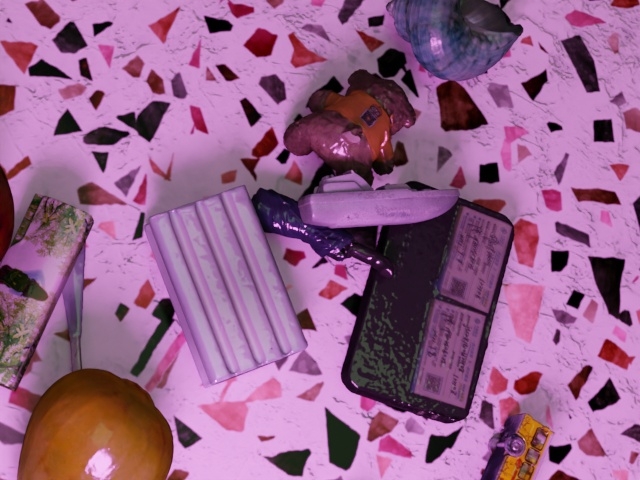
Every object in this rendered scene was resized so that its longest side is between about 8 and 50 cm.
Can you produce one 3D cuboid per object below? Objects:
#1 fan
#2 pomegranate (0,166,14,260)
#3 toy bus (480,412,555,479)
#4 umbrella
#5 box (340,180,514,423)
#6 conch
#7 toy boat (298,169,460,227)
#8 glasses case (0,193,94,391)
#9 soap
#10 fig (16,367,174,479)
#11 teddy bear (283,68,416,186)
[{"bbox_3d":[-0.368,0.089,1.800,0.057,0.023,0.282,0,76,-17],"label":"fan"},{"bbox_3d":[-0.579,-0.059,1.645,0.323,0.291,0.291,44,70,10],"label":"pomegranate"},{"bbox_3d":[0.281,0.377,1.882,0.074,0.081,0.226,29,72,-7],"label":"toy bus"},{"bbox_3d":[0.003,-0.006,1.888,0.248,0.071,0.071,25,72,2],"label":"umbrella"},{"bbox_3d":[0.173,0.096,1.930,0.211,0.058,0.350,21,73,-12],"label":"box"},{"bbox_3d":[0.206,-0.349,2.003,0.202,0.134,0.196,43,30,3],"label":"conch"},{"bbox_3d":[0.095,-0.066,1.868,0.260,0.078,0.085,-3,86,-20],"label":"toy boat"},{"bbox_3d":[-0.423,0.072,1.754,0.095,0.062,0.272,22,75,-1],"label":"glasses case"},{"bbox_3d":[-0.143,0.069,1.830,0.159,0.087,0.266,-20,84,-19],"label":"soap"},{"bbox_3d":[-0.308,0.297,1.680,0.207,0.207,0.230,15,98,-12],"label":"fig"},{"bbox_3d":[0.061,-0.183,1.925,0.177,0.140,0.190,40,62,-1],"label":"teddy bear"}]
